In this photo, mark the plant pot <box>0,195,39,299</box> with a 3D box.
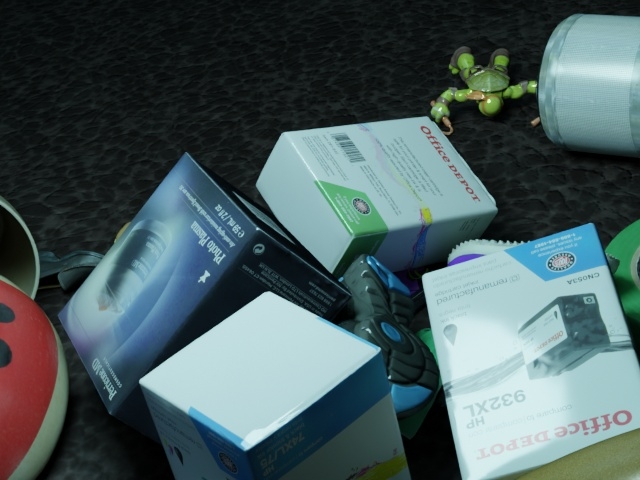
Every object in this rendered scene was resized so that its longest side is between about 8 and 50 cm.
[{"bbox_3d":[-0.567,0.010,2.187,0.256,0.256,0.274,-16,17,-5],"label":"plant pot"}]

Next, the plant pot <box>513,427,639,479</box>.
[{"bbox_3d":[0.288,0.304,1.407,0.254,0.237,0.237,-12,29,29],"label":"plant pot"}]

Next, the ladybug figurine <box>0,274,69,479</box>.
[{"bbox_3d":[-0.497,0.187,1.868,0.305,0.162,0.449,-13,42,-6],"label":"ladybug figurine"}]

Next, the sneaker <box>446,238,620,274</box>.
[{"bbox_3d":[0.261,0.081,1.859,0.293,0.102,0.146,-3,70,56],"label":"sneaker"}]

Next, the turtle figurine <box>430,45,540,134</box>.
[{"bbox_3d":[0.278,-0.271,2.429,0.270,0.087,0.217,-10,32,5],"label":"turtle figurine"}]

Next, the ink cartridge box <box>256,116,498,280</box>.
[{"bbox_3d":[0.082,-0.061,1.992,0.278,0.117,0.201,-10,54,-37],"label":"ink cartridge box"}]

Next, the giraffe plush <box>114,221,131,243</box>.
[{"bbox_3d":[-0.248,0.042,2.049,0.210,0.170,0.181,0,34,21],"label":"giraffe plush"}]

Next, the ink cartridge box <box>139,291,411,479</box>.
[{"bbox_3d":[-0.039,0.242,1.557,0.197,0.270,0.198,-34,37,-28],"label":"ink cartridge box"}]

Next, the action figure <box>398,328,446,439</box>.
[{"bbox_3d":[0.125,0.178,1.795,0.137,0.063,0.232,11,43,37],"label":"action figure"}]

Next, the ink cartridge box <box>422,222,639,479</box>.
[{"bbox_3d":[0.258,0.158,1.611,0.223,0.129,0.307,-17,48,10],"label":"ink cartridge box"}]

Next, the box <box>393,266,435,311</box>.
[{"bbox_3d":[0.087,0.065,2.021,0.116,0.029,0.162,-35,36,-32],"label":"box"}]

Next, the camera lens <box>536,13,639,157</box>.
[{"bbox_3d":[0.491,-0.239,2.173,0.274,0.219,0.219,9,38,32],"label":"camera lens"}]

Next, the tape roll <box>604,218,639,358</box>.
[{"bbox_3d":[0.531,0.058,1.820,0.321,0.077,0.321,-10,31,6],"label":"tape roll"}]

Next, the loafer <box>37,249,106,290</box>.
[{"bbox_3d":[-0.395,0.055,2.204,0.170,0.062,0.061,-3,55,23],"label":"loafer"}]

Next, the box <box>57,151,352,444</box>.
[{"bbox_3d":[-0.161,0.086,1.806,0.294,0.183,0.296,-52,32,3],"label":"box"}]

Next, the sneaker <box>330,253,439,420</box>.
[{"bbox_3d":[0.057,0.148,1.739,0.139,0.125,0.341,-46,15,15],"label":"sneaker"}]
